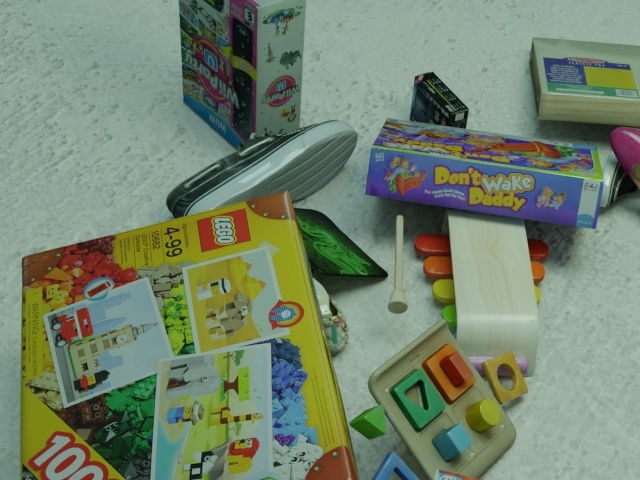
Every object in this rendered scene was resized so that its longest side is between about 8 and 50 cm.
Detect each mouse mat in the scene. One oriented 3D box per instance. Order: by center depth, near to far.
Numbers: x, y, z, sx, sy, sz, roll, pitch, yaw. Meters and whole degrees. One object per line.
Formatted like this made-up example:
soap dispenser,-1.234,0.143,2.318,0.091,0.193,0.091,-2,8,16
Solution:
mouse mat,0.000,0.000,2.012,0.153,0.007,0.190,3,32,-47

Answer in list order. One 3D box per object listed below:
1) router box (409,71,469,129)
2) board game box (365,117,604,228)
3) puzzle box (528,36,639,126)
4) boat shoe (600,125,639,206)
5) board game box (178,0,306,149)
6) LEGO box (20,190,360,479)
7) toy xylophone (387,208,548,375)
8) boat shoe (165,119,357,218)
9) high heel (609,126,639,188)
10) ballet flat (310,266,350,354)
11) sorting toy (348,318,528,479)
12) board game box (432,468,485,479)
router box,0.199,-0.213,2.245,0.038,0.092,0.122,-18,46,-21
board game box,0.258,-0.109,2.079,0.347,0.078,0.233,9,17,6
puzzle box,0.572,-0.269,2.312,0.409,0.052,0.272,5,29,3
boat shoe,0.509,-0.120,2.171,0.070,0.077,0.219,21,44,20
board game box,-0.132,-0.311,2.178,0.098,0.303,0.224,-27,49,-28
LEGO box,-0.162,0.206,1.641,0.373,0.193,0.500,-14,43,0
toy xylophone,0.217,0.056,1.960,0.236,0.081,0.322,8,43,5
boat shoe,-0.094,-0.118,2.104,0.335,0.121,0.119,-30,56,-28
high heel,0.529,-0.068,2.059,0.244,0.082,0.117,48,40,-7
ballet flat,-0.028,0.067,1.940,0.091,0.077,0.241,-21,47,-24
sorting toy,0.169,0.214,1.711,0.348,0.047,0.196,-32,92,-45
board game box,0.248,0.392,1.549,0.275,0.144,0.142,11,44,10
